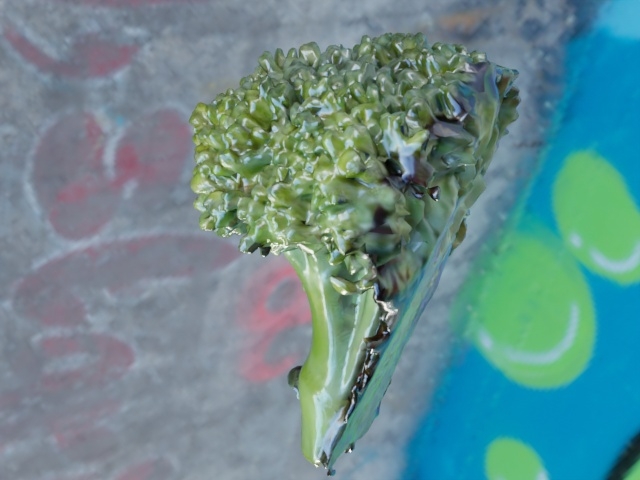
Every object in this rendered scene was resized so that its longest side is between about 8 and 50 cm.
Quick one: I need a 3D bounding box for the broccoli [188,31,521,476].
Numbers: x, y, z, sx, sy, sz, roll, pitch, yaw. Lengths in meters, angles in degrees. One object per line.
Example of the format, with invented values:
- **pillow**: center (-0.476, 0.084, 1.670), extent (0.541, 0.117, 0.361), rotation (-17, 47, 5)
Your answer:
- **broccoli**: center (-0.007, -0.016, 0.878), extent (0.273, 0.180, 0.242), rotation (-65, 168, 11)
